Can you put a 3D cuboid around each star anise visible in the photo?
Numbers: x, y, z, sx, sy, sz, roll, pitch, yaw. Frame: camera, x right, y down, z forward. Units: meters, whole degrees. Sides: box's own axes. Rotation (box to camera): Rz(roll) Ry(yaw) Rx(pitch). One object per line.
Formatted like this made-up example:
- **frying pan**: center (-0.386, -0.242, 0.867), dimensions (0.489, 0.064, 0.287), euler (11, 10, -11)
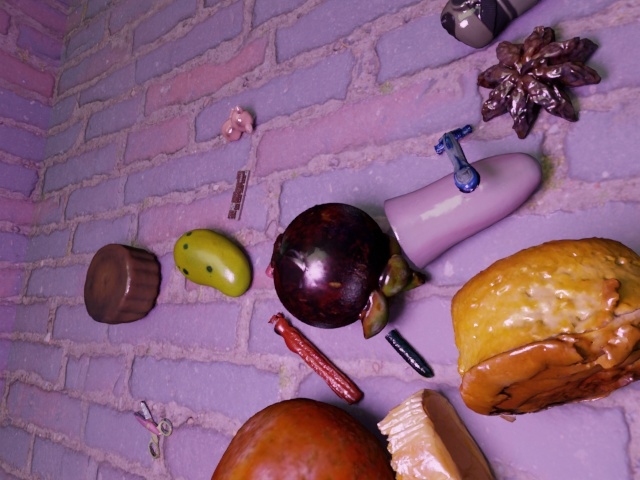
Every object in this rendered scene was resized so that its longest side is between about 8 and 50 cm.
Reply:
- **star anise**: center (0.437, -0.341, 0.868), dimensions (0.236, 0.109, 0.222), euler (-13, 68, 34)

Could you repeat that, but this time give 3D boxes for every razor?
- **razor**: center (0.272, -0.176, 0.849), dimensions (0.093, 0.056, 0.324), euler (-34, 17, 26)

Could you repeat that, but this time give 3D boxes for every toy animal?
- **toy animal**: center (-0.274, -0.376, 1.388), dimensions (0.150, 0.084, 0.089), euler (-33, 40, 44)

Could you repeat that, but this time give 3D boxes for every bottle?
- **bottle**: center (0.417, -0.571, 0.896), dimensions (0.347, 0.169, 0.168), euler (-44, 59, 23)

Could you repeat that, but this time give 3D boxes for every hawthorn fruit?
- **hawthorn fruit**: center (-0.059, 0.530, 0.827), dimensions (0.404, 0.403, 0.401), euler (-9, 75, 34)

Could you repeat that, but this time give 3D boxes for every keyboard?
- **keyboard**: center (-0.266, -0.147, 1.367), dimensions (0.055, 0.017, 0.165), euler (8, 84, 36)

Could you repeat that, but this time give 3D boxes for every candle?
- **candle**: center (-0.024, 0.298, 1.077), dimensions (0.329, 0.048, 0.051), euler (37, 93, 35)

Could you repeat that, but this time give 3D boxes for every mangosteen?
- **mangosteen**: center (0.039, 0.060, 0.957), dimensions (0.312, 0.311, 0.310), euler (-9, 75, 34)

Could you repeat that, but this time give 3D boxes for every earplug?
- **earplug**: center (0.303, -0.083, 0.875), dimensions (0.302, 0.172, 0.172), euler (-30, 64, 21)

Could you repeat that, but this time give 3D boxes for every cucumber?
- **cucumber**: center (0.198, 0.257, 0.942), dimensions (0.032, 0.032, 0.133), euler (-53, 57, 14)

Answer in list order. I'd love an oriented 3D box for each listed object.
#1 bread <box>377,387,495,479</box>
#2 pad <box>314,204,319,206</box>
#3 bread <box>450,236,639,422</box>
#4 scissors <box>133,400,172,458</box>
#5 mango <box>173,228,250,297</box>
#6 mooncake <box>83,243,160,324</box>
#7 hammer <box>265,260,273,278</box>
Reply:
- **bread**: center (0.220, 0.422, 0.800), dimensions (0.133, 0.179, 0.250), euler (-44, 58, 23)
- **pad**: center (0.000, 0.000, 1.155), dimensions (0.116, 0.004, 0.192), euler (15, 88, 36)
- **bread**: center (0.362, 0.143, 0.657), dimensions (0.337, 0.358, 0.204), euler (-27, 55, 11)
- **scissors**: center (-0.565, 0.615, 1.403), dimensions (0.187, 0.020, 0.133), euler (32, 95, 34)
- **mango**: center (-0.330, 0.066, 1.295), dimensions (0.293, 0.143, 0.175), euler (29, 98, 26)
- **mooncake**: center (-0.710, 0.161, 1.522), dimensions (0.291, 0.161, 0.289), euler (-8, 76, 32)
- **hammer**: center (-0.125, 0.070, 1.207), dimensions (0.043, 0.043, 0.083), euler (35, 98, 35)
